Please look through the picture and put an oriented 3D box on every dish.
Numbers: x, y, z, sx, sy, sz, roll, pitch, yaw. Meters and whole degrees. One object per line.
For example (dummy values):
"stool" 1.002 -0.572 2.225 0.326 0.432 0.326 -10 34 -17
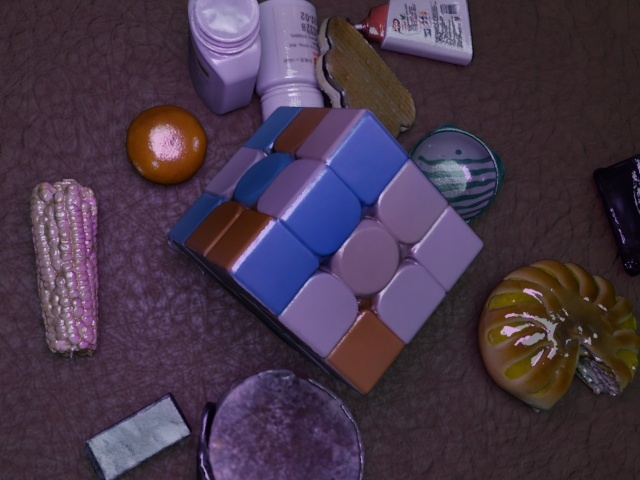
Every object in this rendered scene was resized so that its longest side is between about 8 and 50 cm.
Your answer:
"dish" 0.264 -0.111 1.608 0.224 0.078 0.246 -3 82 -9

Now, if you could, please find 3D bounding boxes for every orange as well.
"orange" -0.297 -0.184 1.512 0.156 0.124 0.156 -2 94 -22

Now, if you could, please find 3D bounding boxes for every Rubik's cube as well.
"Rubik's cube" 0.000 0.000 1.365 0.347 0.346 0.344 44 79 -28

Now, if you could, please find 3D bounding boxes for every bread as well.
"bread" 0.077 -0.300 1.553 0.286 0.056 0.207 47 49 -22
"bread" 0.480 0.183 1.559 0.333 0.160 0.333 2 80 -9

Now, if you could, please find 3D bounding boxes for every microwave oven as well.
"microwave oven" 0.699 -0.066 1.618 0.188 0.178 0.247 -17 85 -11

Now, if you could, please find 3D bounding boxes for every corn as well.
"corn" -0.474 0.052 1.458 0.127 0.126 0.335 -2 86 -9

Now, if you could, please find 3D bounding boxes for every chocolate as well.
"chocolate" -0.095 0.406 1.413 0.303 0.213 0.303 11 55 -17

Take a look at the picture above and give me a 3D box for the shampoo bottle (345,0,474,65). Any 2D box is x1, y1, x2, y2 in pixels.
"shampoo bottle" 0.176 -0.444 1.649 0.284 0.071 0.153 -3 85 -7

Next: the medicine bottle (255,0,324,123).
"medicine bottle" -0.064 -0.341 1.560 0.145 0.144 0.252 -3 81 -9

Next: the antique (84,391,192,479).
"antique" -0.339 0.364 1.445 0.183 0.088 0.086 -29 86 -12

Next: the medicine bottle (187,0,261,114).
"medicine bottle" -0.181 -0.360 1.450 0.124 0.324 0.179 -20 85 -10
